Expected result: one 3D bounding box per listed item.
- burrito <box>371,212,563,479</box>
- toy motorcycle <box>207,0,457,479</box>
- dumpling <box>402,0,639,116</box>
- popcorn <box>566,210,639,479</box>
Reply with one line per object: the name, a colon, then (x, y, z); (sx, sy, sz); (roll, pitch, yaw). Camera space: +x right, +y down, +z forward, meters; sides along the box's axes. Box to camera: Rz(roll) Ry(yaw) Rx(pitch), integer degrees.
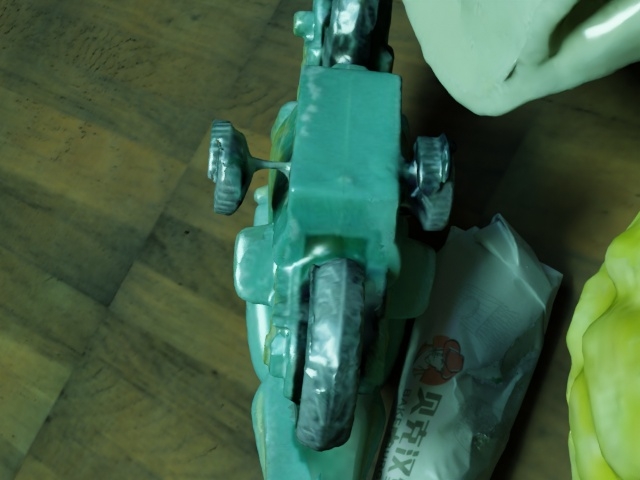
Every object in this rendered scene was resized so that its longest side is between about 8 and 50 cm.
burrito: (0.063, 0.089, 0.723); (0.064, 0.064, 0.203); (2, 67, 43)
toy motorcycle: (0.000, 0.001, 0.746); (0.109, 0.198, 0.296); (6, 43, -1)
dumpling: (0.177, -0.245, 0.699); (0.395, 0.233, 0.316); (-37, 54, 8)
popcorn: (0.203, 0.057, 0.501); (0.249, 0.249, 0.225); (-49, 7, 8)
